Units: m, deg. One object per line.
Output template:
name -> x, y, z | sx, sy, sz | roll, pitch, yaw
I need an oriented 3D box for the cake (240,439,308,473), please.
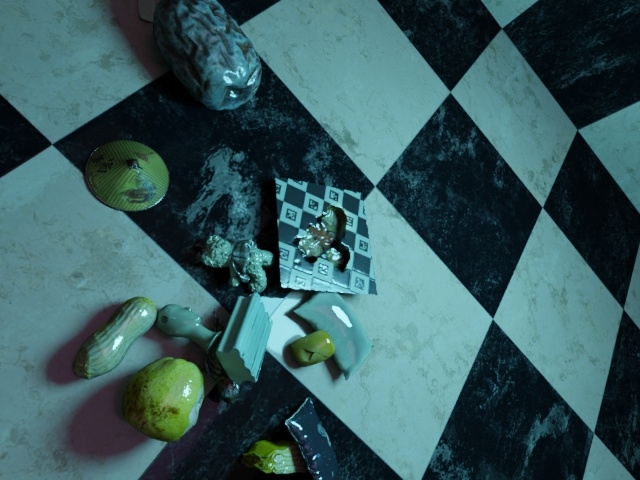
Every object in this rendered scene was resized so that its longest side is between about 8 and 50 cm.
cake -> -0.090, 0.517, 1.066 | 0.184, 0.116, 0.080 | 22, 63, -19

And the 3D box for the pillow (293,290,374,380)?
pillow -> 0.043, 0.247, 1.245 | 0.144, 0.078, 0.254 | -38, 95, -29

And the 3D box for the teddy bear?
teddy bear -> -0.209, 0.049, 1.134 | 0.213, 0.111, 0.133 | 23, 61, -25

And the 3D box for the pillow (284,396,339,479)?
pillow -> -0.014, 0.518, 1.118 | 0.208, 0.055, 0.141 | 65, 21, 4

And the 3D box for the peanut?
peanut -> -0.438, 0.208, 0.960 | 0.087, 0.087, 0.207 | 45, 57, -12

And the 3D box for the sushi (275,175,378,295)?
sushi -> 0.000, 0.000, 1.308 | 0.320, 0.069, 0.339 | 6, 67, -31

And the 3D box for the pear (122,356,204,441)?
pear -> -0.324, 0.332, 0.945 | 0.178, 0.178, 0.178 | 10, 70, -29

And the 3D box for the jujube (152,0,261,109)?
jujube -> -0.304, -0.513, 1.197 | 0.226, 0.226, 0.317 | -35, 89, -34

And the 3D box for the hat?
hat -> -0.456, -0.171, 1.070 | 0.193, 0.082, 0.193 | 9, 71, -28

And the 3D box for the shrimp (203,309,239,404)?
shrimp -> -0.240, 0.275, 1.070 | 0.090, 0.079, 0.233 | -10, 73, -18

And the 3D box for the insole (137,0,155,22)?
insole -> -0.491, -0.700, 1.254 | 0.063, 0.010, 0.192 | 2, 74, -31

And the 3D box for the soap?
soap -> -0.176, 0.228, 1.057 | 0.198, 0.063, 0.115 | -78, 151, -59

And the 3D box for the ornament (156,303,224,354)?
ornament -> -0.303, 0.199, 1.027 | 0.156, 0.075, 0.081 | 26, 95, 12

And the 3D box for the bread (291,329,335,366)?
bread -> -0.021, 0.290, 1.176 | 0.115, 0.056, 0.082 | -19, 95, 7
